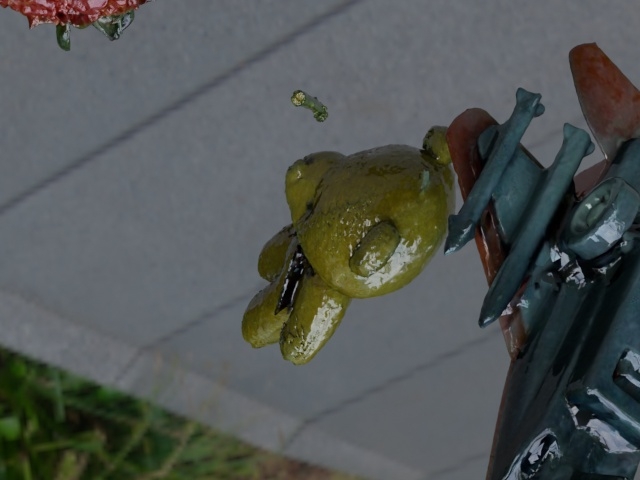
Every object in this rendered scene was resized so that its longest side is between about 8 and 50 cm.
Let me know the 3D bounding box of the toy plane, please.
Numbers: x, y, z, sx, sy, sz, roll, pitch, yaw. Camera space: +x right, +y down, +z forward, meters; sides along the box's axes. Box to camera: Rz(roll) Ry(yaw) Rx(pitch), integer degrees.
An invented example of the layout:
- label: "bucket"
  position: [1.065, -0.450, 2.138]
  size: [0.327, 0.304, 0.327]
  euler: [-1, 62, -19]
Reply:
- label: "toy plane"
  position: [0.123, 0.063, 0.711]
  size: [0.223, 0.326, 0.104]
  euler: [36, 140, -14]

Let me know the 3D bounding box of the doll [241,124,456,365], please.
- label: "doll"
  position: [0.000, 0.000, 0.976]
  size: [0.097, 0.137, 0.209]
  euler: [38, 144, -14]

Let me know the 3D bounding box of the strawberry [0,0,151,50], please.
- label: "strawberry"
  position: [-0.235, -0.310, 1.537]
  size: [0.188, 0.106, 0.286]
  euler: [-31, 118, -21]

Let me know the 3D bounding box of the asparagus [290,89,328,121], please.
- label: "asparagus"
  position: [-0.007, -0.108, 1.305]
  size: [0.015, 0.014, 0.114]
  euler: [-15, 174, 10]
